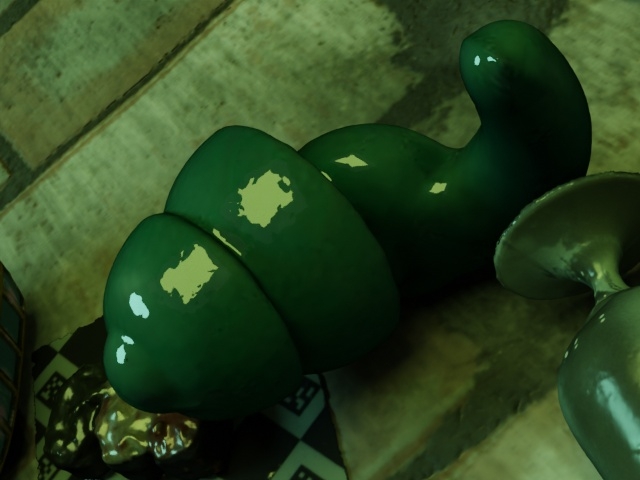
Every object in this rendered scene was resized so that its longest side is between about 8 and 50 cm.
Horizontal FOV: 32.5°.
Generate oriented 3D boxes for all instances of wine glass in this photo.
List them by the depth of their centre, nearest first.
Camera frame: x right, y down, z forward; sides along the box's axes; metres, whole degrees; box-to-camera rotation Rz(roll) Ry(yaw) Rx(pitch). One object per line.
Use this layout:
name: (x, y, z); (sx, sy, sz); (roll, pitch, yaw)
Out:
wine glass: (0.171, 0.081, 0.531); (0.103, 0.103, 0.231); (-27, 50, 11)

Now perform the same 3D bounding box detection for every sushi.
sushi: (-0.111, 0.104, 0.723); (0.220, 0.047, 0.231); (-27, 46, 11)

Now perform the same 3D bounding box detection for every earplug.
earplug: (0.006, 0.006, 0.622); (0.280, 0.164, 0.257); (-40, 22, -16)

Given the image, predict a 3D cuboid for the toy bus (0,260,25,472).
toy bus: (-0.283, 0.092, 0.776); (0.126, 0.136, 0.209); (-21, 48, 17)
